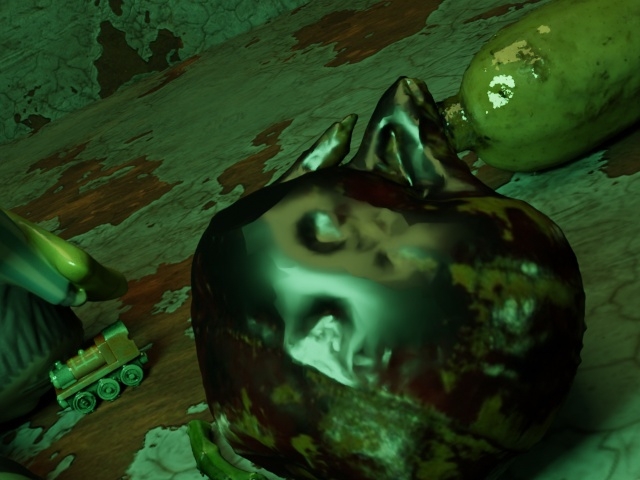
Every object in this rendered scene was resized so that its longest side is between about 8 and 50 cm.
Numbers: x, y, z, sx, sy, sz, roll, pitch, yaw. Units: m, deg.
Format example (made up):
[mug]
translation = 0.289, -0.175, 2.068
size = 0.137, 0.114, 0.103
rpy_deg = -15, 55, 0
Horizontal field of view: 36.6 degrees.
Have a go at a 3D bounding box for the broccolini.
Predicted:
[broccolini]
translation = -0.065, 0.186, 0.755
size = 0.054, 0.051, 0.239
rpy_deg = -8, 9, -21

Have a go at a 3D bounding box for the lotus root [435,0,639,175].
[lotus root]
translation = 0.248, -0.165, 1.008
size = 0.284, 0.160, 0.146
rpy_deg = -23, 28, -1

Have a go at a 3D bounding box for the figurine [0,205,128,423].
[figurine]
translation = -0.422, 0.115, 0.980
size = 0.266, 0.361, 0.378
rpy_deg = 23, 78, 26

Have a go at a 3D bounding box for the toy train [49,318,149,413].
[toy train]
translation = -0.233, 0.134, 1.006
size = 0.103, 0.064, 0.044
rpy_deg = -31, 24, -10

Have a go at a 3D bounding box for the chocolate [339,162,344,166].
[chocolate]
translation = 0.000, 0.000, 1.009
size = 0.148, 0.093, 0.214
rpy_deg = -29, 23, -2

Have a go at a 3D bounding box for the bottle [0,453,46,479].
[bottle]
translation = -0.321, 0.227, 0.785
size = 0.347, 0.169, 0.168
rpy_deg = 6, 39, 46

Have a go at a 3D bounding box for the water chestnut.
[water chestnut]
translation = 0.041, 0.043, 0.675
size = 0.289, 0.244, 0.289
rpy_deg = -25, 23, 12
